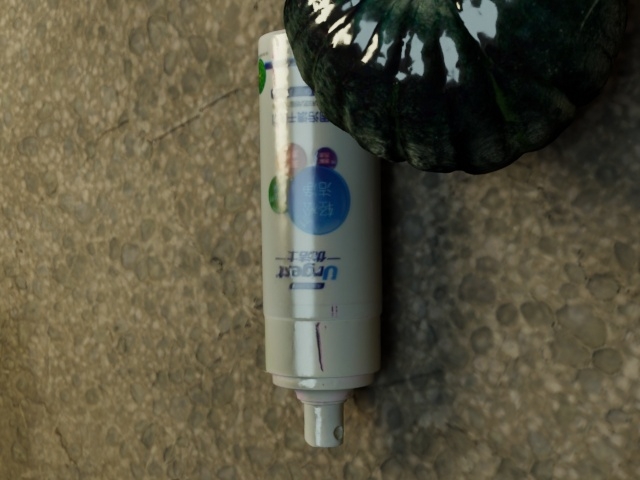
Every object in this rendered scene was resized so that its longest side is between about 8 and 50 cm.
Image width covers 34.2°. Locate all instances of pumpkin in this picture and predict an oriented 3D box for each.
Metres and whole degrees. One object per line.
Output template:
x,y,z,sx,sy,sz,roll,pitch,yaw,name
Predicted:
0.082,-0.152,0.647,0.220,0.162,0.220,-3,80,15,pumpkin

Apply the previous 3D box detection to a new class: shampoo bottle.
0.000,0.000,0.772,0.092,0.092,0.303,1,92,37,shampoo bottle
